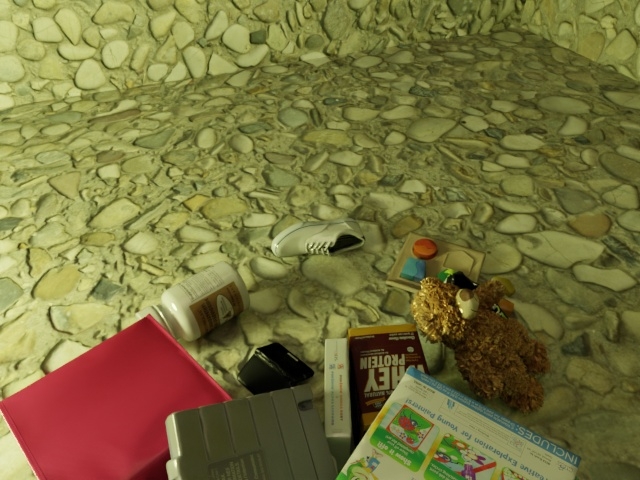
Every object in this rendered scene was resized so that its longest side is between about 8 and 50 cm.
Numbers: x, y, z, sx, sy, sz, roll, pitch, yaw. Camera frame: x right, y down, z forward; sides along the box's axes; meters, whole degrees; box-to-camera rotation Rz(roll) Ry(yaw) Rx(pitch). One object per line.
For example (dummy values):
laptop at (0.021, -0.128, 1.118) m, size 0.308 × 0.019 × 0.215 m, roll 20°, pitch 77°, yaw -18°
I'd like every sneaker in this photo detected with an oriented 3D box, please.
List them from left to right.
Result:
sneaker at (0.000, 0.000, 1.306) m, size 0.258 × 0.094 × 0.091 m, roll -15°, pitch 39°, yaw -18°
sneaker at (0.361, 0.158, 1.097) m, size 0.084 × 0.097 × 0.234 m, roll -36°, pitch 64°, yaw -23°

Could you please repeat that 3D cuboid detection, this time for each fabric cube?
fabric cube at (-0.306, 0.334, 0.805) m, size 0.254 × 0.259 × 0.258 m, roll 31°, pitch 48°, yaw 32°

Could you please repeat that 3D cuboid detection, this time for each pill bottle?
pill bottle at (-0.287, 0.152, 1.107) m, size 0.229 × 0.131 × 0.131 m, roll -30°, pitch 49°, yaw -29°

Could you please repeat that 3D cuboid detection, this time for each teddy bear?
teddy bear at (0.336, 0.194, 0.966) m, size 0.245 × 0.113 × 0.338 m, roll -40°, pitch 93°, yaw -31°

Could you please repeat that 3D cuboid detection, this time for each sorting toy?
sorting toy at (0.346, 0.079, 1.253) m, size 0.307 × 0.041 × 0.229 m, roll 17°, pitch 44°, yaw 19°

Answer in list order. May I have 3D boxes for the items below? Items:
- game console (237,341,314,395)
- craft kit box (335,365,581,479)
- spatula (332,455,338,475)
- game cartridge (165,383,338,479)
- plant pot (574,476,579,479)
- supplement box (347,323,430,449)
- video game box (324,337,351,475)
game console at (-0.095, 0.286, 1.043) m, size 0.122 × 0.071 × 0.107 m, roll 31°, pitch 20°, yaw 30°
craft kit box at (0.165, 0.316, 0.619) m, size 0.249 × 0.061 × 0.246 m, roll 25°, pitch 45°, yaw 26°
spatula at (-0.085, 0.424, 0.734) m, size 0.241 × 0.019 × 0.168 m, roll -7°, pitch 78°, yaw -4°
game cartridge at (-0.067, 0.386, 0.642) m, size 0.230 × 0.068 × 0.355 m, roll -3°, pitch 60°, yaw -30°
plant pot at (0.216, 0.447, 0.685) m, size 0.292 × 0.235 × 0.293 m, roll -1°, pitch 41°, yaw 1°
supplement box at (0.123, 0.291, 0.898) m, size 0.129 × 0.191 × 0.194 m, roll -4°, pitch 42°, yaw -3°
video game box at (0.030, 0.309, 0.868) m, size 0.048 × 0.205 × 0.187 m, roll 1°, pitch 41°, yaw 3°
